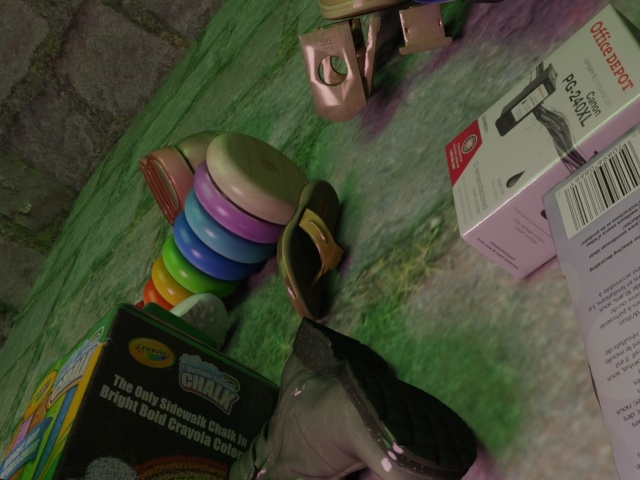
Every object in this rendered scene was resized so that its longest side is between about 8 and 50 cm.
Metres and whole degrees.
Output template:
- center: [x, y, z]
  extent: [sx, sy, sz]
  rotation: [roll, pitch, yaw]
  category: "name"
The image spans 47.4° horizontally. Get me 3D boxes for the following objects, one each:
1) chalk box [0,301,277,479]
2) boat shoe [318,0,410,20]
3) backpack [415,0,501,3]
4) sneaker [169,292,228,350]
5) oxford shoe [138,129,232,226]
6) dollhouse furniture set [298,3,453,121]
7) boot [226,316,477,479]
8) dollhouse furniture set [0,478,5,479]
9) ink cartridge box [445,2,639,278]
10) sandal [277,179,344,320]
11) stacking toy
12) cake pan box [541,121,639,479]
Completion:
- center: [-0.167, 0.191, 0.653]
  extent: [0.179, 0.180, 0.289]
  rotation: [-39, 27, 35]
  category: "chalk box"
- center: [0.050, -0.380, 0.972]
  extent: [0.121, 0.110, 0.341]
  rotation: [-10, 30, 6]
  category: "boat shoe"
- center: [0.132, -0.354, 0.669]
  extent: [0.213, 0.276, 0.263]
  rotation: [-29, 15, -24]
  category: "backpack"
- center: [-0.200, 0.148, 0.870]
  extent: [0.235, 0.090, 0.095]
  rotation: [-52, 33, 8]
  category: "sneaker"
- center: [-0.219, -0.111, 1.266]
  extent: [0.146, 0.140, 0.397]
  rotation: [-30, 12, -15]
  category: "oxford shoe"
- center: [0.077, -0.217, 0.862]
  extent: [0.161, 0.101, 0.182]
  rotation: [-10, 18, 13]
  category: "dollhouse furniture set"
- center: [0.007, 0.159, 0.497]
  extent: [0.161, 0.083, 0.246]
  rotation: [-64, 17, 0]
  category: "boot"
- center: [-0.272, 0.348, 0.429]
  extent: [0.152, 0.201, 0.374]
  rotation: [-9, 93, 38]
  category: "dollhouse furniture set"
- center: [0.160, -0.064, 0.475]
  extent: [0.150, 0.063, 0.109]
  rotation: [-43, 27, 31]
  category: "ink cartridge box"
- center: [0.000, 0.000, 0.726]
  extent: [0.049, 0.072, 0.180]
  rotation: [-16, 38, 27]
  category: "sandal"
- center: [-0.151, 0.030, 0.907]
  extent: [0.330, 0.141, 0.141]
  rotation: [-51, 23, 26]
  category: "stacking toy"
- center: [0.216, 0.001, 0.277]
  extent: [0.267, 0.070, 0.246]
  rotation: [-42, 25, 31]
  category: "cake pan box"
